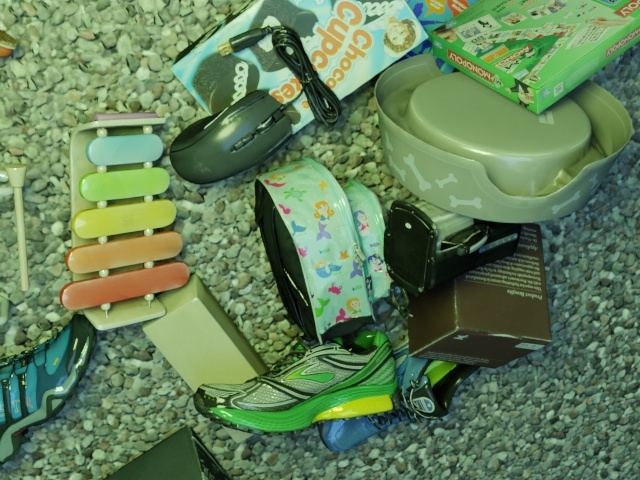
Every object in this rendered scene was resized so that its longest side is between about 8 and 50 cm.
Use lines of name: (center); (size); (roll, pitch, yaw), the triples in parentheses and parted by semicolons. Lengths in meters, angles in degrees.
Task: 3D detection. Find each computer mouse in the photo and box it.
computer mouse: (-0.114, -0.183, 1.168); (0.262, 0.060, 0.184); (-24, 119, 8)

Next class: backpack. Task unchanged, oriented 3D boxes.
backpack: (0.000, 0.000, 1.254); (0.191, 0.225, 0.253); (-26, 111, -8)

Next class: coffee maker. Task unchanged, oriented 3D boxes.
coffee maker: (0.183, -0.001, 1.187); (0.178, 0.120, 0.171); (-18, 150, -32)

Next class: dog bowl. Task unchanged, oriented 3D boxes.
dog bowl: (0.244, -0.149, 1.165); (0.349, 0.348, 0.102); (-6, 128, -14)

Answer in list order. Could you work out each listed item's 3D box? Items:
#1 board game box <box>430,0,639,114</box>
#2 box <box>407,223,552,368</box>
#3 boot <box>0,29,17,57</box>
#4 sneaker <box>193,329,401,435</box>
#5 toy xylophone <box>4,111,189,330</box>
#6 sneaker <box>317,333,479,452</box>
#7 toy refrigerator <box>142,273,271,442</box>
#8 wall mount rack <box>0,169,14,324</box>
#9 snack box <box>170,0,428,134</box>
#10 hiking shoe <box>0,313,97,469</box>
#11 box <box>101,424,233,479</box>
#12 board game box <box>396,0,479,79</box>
board game box: (0.347, -0.323, 1.199); (0.317, 0.213, 0.046); (-35, 140, -15)
box: (0.247, 0.080, 1.338); (0.169, 0.167, 0.203); (11, 65, -18)
boot: (-0.487, -0.255, 1.111); (0.158, 0.059, 0.084); (10, 111, -10)
sneaker: (-0.037, 0.213, 1.300); (0.344, 0.134, 0.146); (-6, 93, -29)
toy xylophone: (-0.313, -0.024, 1.190); (0.236, 0.081, 0.322); (-20, 117, -36)
sneaker: (0.137, 0.256, 1.436); (0.330, 0.147, 0.129); (-38, 116, 1)
toy refrigerator: (-0.168, 0.192, 1.355); (0.102, 0.094, 0.269); (-31, 115, 5)
wall mount rack: (-0.585, 0.006, 1.149); (0.304, 0.130, 0.350); (3, 109, -21)
snack box: (-0.030, -0.276, 1.197); (0.322, 0.060, 0.187); (-34, 116, 12)
hiking shoe: (-0.463, 0.221, 1.267); (0.132, 0.113, 0.304); (38, 97, -26)
box: (-0.170, 0.644, 1.314); (0.297, 0.480, 0.471); (-34, 116, -3)
board game box: (0.172, -0.360, 1.261); (0.160, 0.047, 0.210); (27, 101, -23)
